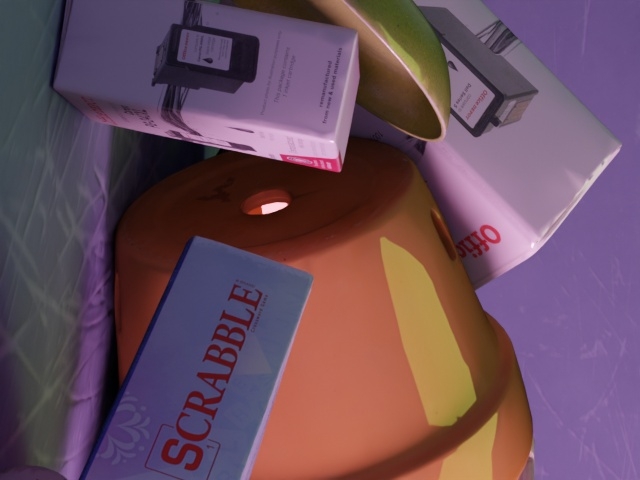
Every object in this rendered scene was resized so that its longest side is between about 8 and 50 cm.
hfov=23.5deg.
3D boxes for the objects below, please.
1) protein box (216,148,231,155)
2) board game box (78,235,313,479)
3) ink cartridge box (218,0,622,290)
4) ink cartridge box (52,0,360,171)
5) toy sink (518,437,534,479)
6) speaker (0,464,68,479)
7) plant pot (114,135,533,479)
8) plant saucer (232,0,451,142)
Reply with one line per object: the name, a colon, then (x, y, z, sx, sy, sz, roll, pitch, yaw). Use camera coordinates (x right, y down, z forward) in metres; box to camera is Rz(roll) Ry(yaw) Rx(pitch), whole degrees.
protein box: (0.000, 0.000, 1.292, 0.136, 0.200, 0.201, -55, -165, 36)
board game box: (-0.103, 0.215, 0.701, 0.318, 0.066, 0.318, -70, 178, -46)
ink cartridge box: (0.051, -0.097, 1.114, 0.115, 0.273, 0.198, -46, -177, -25)
ink cartridge box: (-0.058, -0.087, 0.828, 0.109, 0.151, 0.063, 64, 38, -84)
toy sink: (0.081, 0.219, 1.147, 0.234, 0.153, 0.131, -80, 172, -45)
speaker: (-0.143, 0.142, 0.670, 0.136, 0.055, 0.055, -65, 162, -81)
plant pot: (-0.016, 0.061, 1.025, 0.291, 0.291, 0.203, -77, 157, -62)
plant saucer: (-0.010, -0.148, 0.881, 0.037, 0.241, 0.241, -50, 173, -5)
